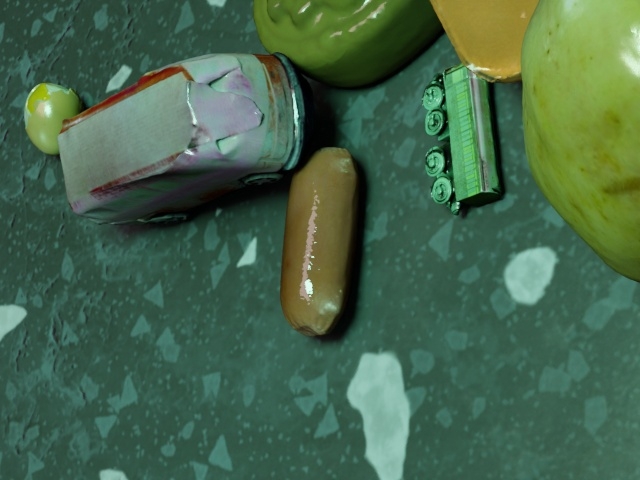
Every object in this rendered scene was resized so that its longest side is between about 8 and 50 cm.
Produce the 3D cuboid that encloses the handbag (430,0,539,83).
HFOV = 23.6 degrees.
[{"bbox_3d":[0.248,-0.337,1.311,0.410,0.116,0.303,-25,96,30],"label":"handbag"}]

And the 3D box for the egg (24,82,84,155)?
[{"bbox_3d":[-0.315,-0.142,1.809,0.071,0.071,0.083,3,80,39],"label":"egg"}]

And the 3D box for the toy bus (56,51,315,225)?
[{"bbox_3d":[-0.145,-0.101,1.575,0.303,0.147,0.127,-18,76,52],"label":"toy bus"}]

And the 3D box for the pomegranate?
[{"bbox_3d":[0.302,-0.127,1.150,0.338,0.338,0.338,-13,69,35],"label":"pomegranate"}]

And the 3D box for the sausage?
[{"bbox_3d":[0.000,0.000,1.513,0.077,0.077,0.194,-6,70,37],"label":"sausage"}]

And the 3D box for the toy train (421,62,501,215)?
[{"bbox_3d":[0.133,-0.097,1.459,0.071,0.038,0.147,-17,67,34],"label":"toy train"}]

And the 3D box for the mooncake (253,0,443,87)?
[{"bbox_3d":[0.041,-0.276,1.541,0.235,0.117,0.234,-16,64,36],"label":"mooncake"}]
